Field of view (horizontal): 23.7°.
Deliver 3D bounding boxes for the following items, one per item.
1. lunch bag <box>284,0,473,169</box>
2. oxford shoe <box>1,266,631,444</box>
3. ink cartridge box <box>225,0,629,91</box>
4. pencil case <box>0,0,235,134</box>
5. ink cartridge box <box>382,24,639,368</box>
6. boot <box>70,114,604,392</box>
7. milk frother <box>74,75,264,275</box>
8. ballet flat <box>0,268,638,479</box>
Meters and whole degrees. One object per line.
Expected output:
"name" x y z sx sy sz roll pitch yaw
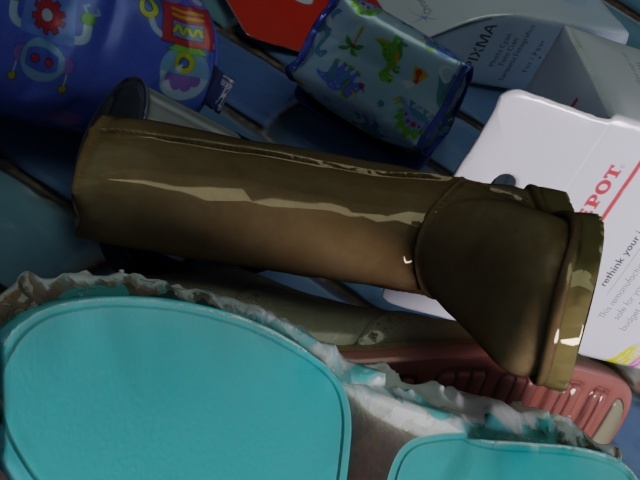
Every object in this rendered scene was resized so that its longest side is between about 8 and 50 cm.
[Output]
"lunch bag" 0.049 -0.126 1.227 0.129 0.096 0.151 32 4 5
"oxford shoe" 0.005 0.072 0.883 0.397 0.140 0.146 8 33 -31
"ink cartridge box" 0.063 -0.278 1.447 0.385 0.091 0.308 7 39 -32
"pencil case" -0.212 -0.135 0.997 0.306 0.119 0.133 10 75 -37
"ink cartridge box" 0.229 -0.021 1.108 0.354 0.207 0.119 15 37 -22
"boot" 0.000 0.000 0.804 0.270 0.089 0.236 10 8 0
"milk frother" -0.061 -0.039 0.959 0.135 0.143 0.129 26 43 -31
"ballet flat" -0.012 0.120 0.724 0.409 0.147 0.147 22 30 -37
